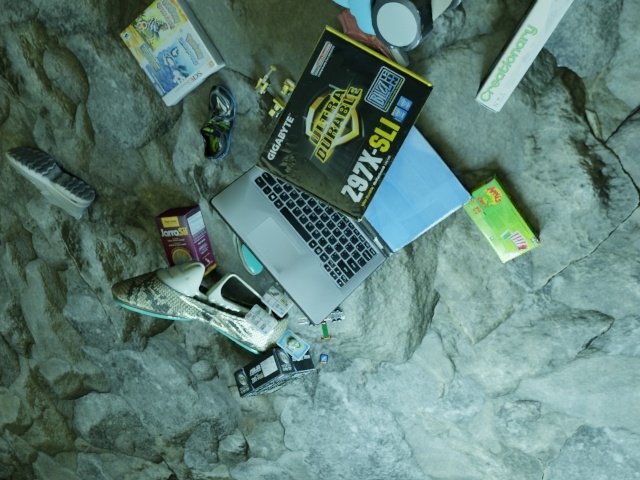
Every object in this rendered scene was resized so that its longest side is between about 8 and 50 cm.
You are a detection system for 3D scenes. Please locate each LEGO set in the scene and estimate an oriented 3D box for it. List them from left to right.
[{"bbox_3d":[-0.053,0.219,1.393,0.244,0.182,0.060,36,158,11],"label":"LEGO set"}]

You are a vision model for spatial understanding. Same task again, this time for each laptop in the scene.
[{"bbox_3d":[0.039,-0.090,1.163,0.382,0.408,0.236,50,159,-3],"label":"laptop"}]

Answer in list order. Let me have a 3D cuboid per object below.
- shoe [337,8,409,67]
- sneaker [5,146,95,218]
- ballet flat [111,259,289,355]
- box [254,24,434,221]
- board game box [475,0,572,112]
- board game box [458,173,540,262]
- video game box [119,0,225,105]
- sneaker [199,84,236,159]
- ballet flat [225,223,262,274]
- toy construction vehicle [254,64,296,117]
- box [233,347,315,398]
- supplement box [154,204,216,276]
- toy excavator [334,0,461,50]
[{"bbox_3d":[0.110,-0.425,1.096,0.081,0.063,0.178,-31,95,30],"label":"shoe"},{"bbox_3d":[-0.805,-0.164,1.518,0.281,0.105,0.115,37,120,0],"label":"sneaker"},{"bbox_3d":[-0.296,0.154,1.399,0.482,0.164,0.182,26,102,-23],"label":"ballet flat"},{"bbox_3d":[0.048,-0.239,1.099,0.257,0.079,0.322,29,97,-2],"label":"box"},{"bbox_3d":[0.388,-0.391,0.933,0.053,0.193,0.306,31,120,4],"label":"board game box"},{"bbox_3d":[0.403,-0.049,1.169,0.092,0.043,0.181,-33,99,29],"label":"board game box"},{"bbox_3d":[-0.358,-0.462,1.256,0.187,0.048,0.205,-28,102,26],"label":"video game box"},{"bbox_3d":[-0.255,-0.285,1.279,0.066,0.078,0.188,18,118,11],"label":"sneaker"},{"bbox_3d":[-0.211,-0.010,1.407,0.068,0.072,0.214,4,117,48],"label":"ballet flat"},{"bbox_3d":[-0.111,-0.350,1.222,0.086,0.035,0.098,44,120,-4],"label":"toy construction vehicle"},{"bbox_3d":[-0.133,0.375,1.489,0.180,0.147,0.078,-36,63,30],"label":"box"},{"bbox_3d":[-0.375,0.006,1.454,0.103,0.081,0.188,-4,112,21],"label":"supplement box"},{"bbox_3d":[0.031,-0.597,0.927,0.444,0.222,0.433,23,148,30],"label":"toy excavator"}]
